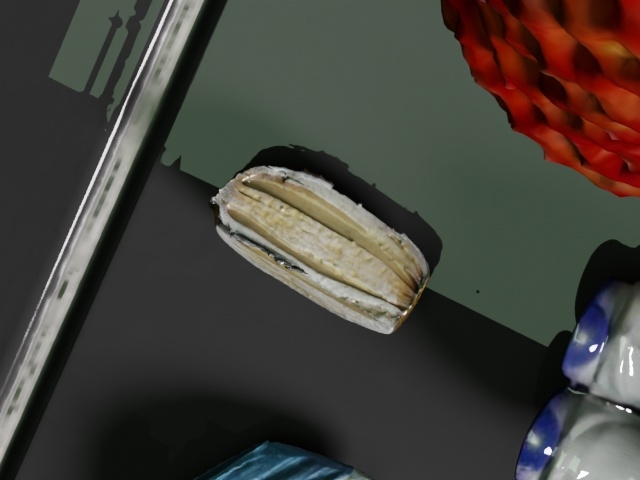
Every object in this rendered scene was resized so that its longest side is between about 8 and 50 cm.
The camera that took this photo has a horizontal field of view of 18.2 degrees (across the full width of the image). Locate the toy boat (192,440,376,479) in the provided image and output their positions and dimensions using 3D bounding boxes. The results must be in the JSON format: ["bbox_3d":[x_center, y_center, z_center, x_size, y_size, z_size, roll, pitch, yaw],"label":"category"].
[{"bbox_3d":[0.001,0.137,0.749,0.149,0.034,0.105,36,108,1],"label":"toy boat"}]

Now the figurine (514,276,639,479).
[{"bbox_3d":[0.202,0.114,0.669,0.274,0.133,0.193,2,85,19],"label":"figurine"}]

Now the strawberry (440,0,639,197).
[{"bbox_3d":[0.105,-0.103,0.571,0.205,0.244,0.205,3,103,12],"label":"strawberry"}]

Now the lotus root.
[{"bbox_3d":[-0.001,0.001,0.723,0.083,0.030,0.037,31,74,-1],"label":"lotus root"}]
